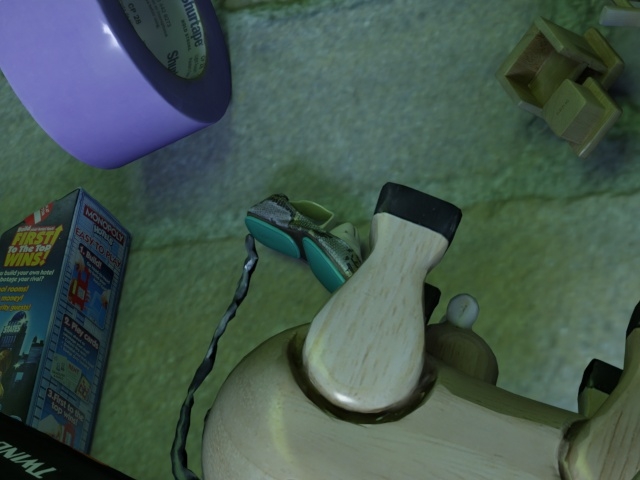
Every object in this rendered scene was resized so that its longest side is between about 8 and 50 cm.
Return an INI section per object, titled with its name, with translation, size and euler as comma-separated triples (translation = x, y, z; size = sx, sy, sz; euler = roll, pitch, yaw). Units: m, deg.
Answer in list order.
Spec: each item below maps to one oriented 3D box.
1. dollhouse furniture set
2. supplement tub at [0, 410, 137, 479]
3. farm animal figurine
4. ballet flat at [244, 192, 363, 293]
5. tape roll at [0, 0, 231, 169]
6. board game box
[dollhouse furniture set]
translation = 0.203, -0.077, 0.760
size = 0.161, 0.101, 0.182
euler = -53, 39, 25
[supplement tub]
translation = -0.155, 0.190, 0.703
size = 0.316, 0.193, 0.194
euler = 17, 69, 40
[farm animal figurine]
translation = 0.095, 0.099, 0.481
size = 0.326, 0.330, 0.172
euler = 16, 62, 22
[ballet flat]
translation = 0.000, 0.000, 0.859
size = 0.041, 0.041, 0.114
euler = -49, 45, -7
[tape roll]
translation = -0.141, -0.148, 0.963
size = 0.080, 0.189, 0.189
euler = -24, 46, 19
[board game box]
translation = -0.208, 0.062, 0.941
size = 0.194, 0.060, 0.194
euler = -1, 56, 35
